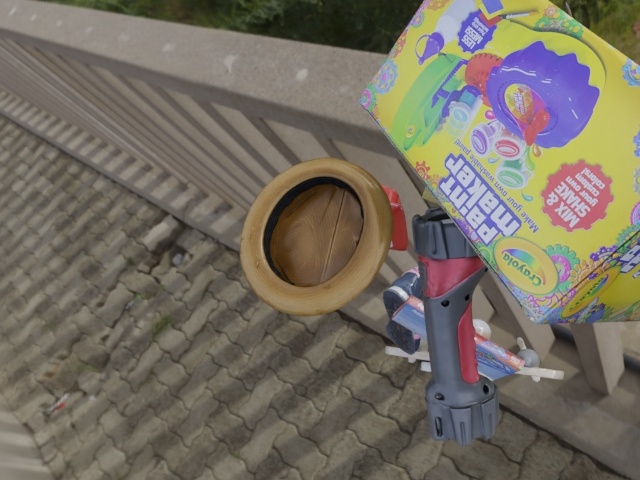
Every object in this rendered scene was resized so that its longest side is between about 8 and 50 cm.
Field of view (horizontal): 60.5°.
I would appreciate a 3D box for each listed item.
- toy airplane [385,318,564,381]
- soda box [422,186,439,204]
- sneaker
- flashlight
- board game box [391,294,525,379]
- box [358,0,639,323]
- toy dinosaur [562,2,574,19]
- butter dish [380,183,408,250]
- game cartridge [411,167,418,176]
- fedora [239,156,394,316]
[{"bbox_3d":[0.431,0.345,1.600,0.384,0.386,0.272,-41,27,60],"label":"toy airplane"},{"bbox_3d":[0.433,-0.139,1.814,0.181,0.058,0.061,26,117,21],"label":"soda box"},{"bbox_3d":[0.251,0.196,1.489,0.112,0.319,0.131,34,64,28],"label":"sneaker"},{"bbox_3d":[0.184,0.109,0.709,0.103,0.103,0.303,1,108,39],"label":"flashlight"},{"bbox_3d":[0.305,0.224,1.252,0.281,0.145,0.027,31,68,5],"label":"board game box"},{"bbox_3d":[0.241,-0.086,0.523,0.177,0.279,0.289,-54,49,31],"label":"box"},{"bbox_3d":[0.654,-0.653,1.669,0.200,0.296,0.127,8,101,55],"label":"toy dinosaur"},{"bbox_3d":[0.110,-0.067,1.139,0.160,0.160,0.118,7,56,20],"label":"butter dish"},{"bbox_3d":[0.350,-0.259,1.580,0.198,0.062,0.297,-21,52,-4],"label":"game cartridge"},{"bbox_3d":[0.000,0.000,0.654,0.195,0.079,0.194,-5,70,14],"label":"fedora"}]
